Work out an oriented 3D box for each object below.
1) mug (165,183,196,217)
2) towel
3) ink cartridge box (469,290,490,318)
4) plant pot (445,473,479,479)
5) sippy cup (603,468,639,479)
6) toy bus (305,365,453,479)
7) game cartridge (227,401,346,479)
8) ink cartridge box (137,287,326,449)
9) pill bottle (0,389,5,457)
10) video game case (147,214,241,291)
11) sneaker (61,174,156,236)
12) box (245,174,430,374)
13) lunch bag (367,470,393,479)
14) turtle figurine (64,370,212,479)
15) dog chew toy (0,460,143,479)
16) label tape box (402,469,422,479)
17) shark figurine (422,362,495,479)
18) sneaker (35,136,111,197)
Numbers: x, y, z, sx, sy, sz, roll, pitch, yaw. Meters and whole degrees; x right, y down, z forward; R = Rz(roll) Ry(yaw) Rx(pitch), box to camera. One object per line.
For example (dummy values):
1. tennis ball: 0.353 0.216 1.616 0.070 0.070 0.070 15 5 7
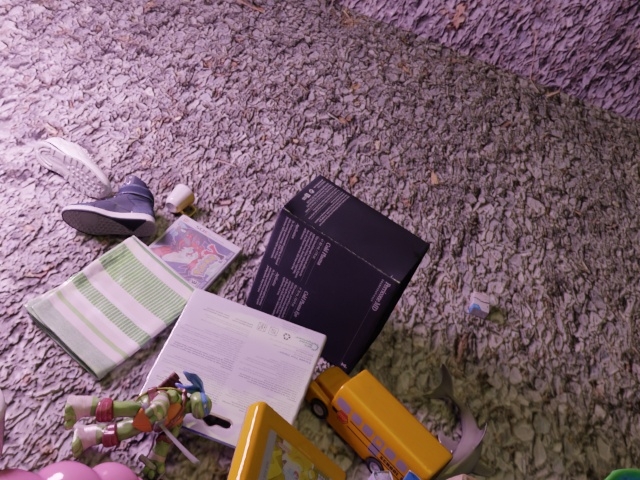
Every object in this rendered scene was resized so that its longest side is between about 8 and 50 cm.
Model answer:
1. mug: -0.368 -0.102 2.096 0.078 0.062 0.064 27 49 14
2. towel: -0.462 0.138 1.804 0.248 0.038 0.325 38 48 14
3. ink cartridge box: 0.439 0.171 2.198 0.048 0.028 0.083 21 41 -3
4. plant pot: 0.255 0.470 1.379 0.109 0.096 0.109 24 41 -1
5. sippy cup: 0.632 0.633 1.661 0.305 0.224 0.240 42 44 20
6. toy bus: 0.120 0.402 1.739 0.332 0.130 0.108 43 45 21
7. game cartridge: -0.066 0.510 1.494 0.285 0.052 0.324 47 32 -27
8. ink cartridge box: -0.190 0.294 1.727 0.324 0.071 0.330 20 54 5
9. pill bottle: -0.621 0.347 1.388 0.131 0.229 0.131 13 43 -12
10. video game case: -0.324 0.034 2.000 0.183 0.023 0.201 30 42 8
11. sneaker: -0.525 -0.093 1.991 0.226 0.086 0.163 7 46 -19
12. box: 0.032 0.083 1.871 0.312 0.343 0.179 34 42 11
13. lunch bag: 0.126 0.532 1.653 0.053 0.071 0.083 7 42 -23
14. turtle figurine: -0.340 0.376 1.502 0.266 0.198 0.275 -2 71 -4
15. dog chew toy: -0.454 0.473 1.366 0.332 0.206 0.206 -8 50 -40
16. label tape box: 0.212 0.632 1.454 0.115 0.249 0.347 -25 61 -40
17. shark figurine: 0.340 0.427 1.830 0.166 0.116 0.278 14 44 -12
18. sneaker: -0.622 -0.198 2.064 0.235 0.090 0.095 36 34 11
